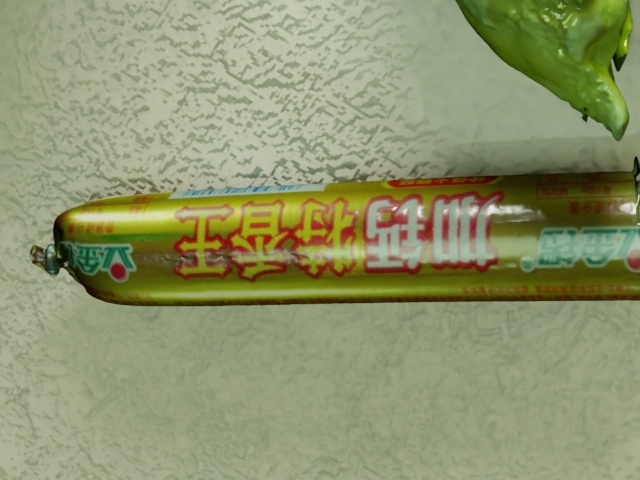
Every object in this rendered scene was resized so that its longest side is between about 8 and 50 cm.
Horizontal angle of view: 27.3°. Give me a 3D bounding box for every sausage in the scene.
[{"bbox_3d":[0.000,0.000,0.760,0.372,0.082,0.082,-2,108,15],"label":"sausage"}]

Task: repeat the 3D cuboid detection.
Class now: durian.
[{"bbox_3d":[0.089,-0.169,0.642,0.101,0.139,0.250,-20,104,23],"label":"durian"}]
